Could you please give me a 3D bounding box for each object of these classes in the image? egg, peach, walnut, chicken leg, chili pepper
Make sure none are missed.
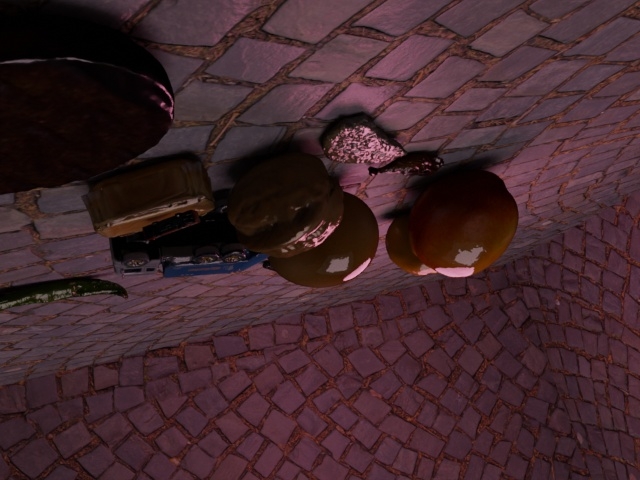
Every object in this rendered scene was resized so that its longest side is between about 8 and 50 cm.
[{"bbox_3d":[0.000,0.000,1.820,0.323,0.250,0.250,-19,167,32],"label":"egg"},{"bbox_3d":[0.416,-0.056,2.029,0.332,0.307,0.308,-49,152,24],"label":"peach"},{"bbox_3d":[-0.080,-0.070,1.517,0.257,0.257,0.224,-23,132,25],"label":"walnut"},{"bbox_3d":[0.227,-0.187,1.771,0.219,0.048,0.089,-8,161,-32],"label":"chicken leg"},{"bbox_3d":[-0.719,0.148,1.931,0.359,0.076,0.085,-6,-178,-22],"label":"chili pepper"},{"bbox_3d":[0.334,0.007,2.260,0.251,0.251,0.153,-14,143,-9],"label":"peach"}]

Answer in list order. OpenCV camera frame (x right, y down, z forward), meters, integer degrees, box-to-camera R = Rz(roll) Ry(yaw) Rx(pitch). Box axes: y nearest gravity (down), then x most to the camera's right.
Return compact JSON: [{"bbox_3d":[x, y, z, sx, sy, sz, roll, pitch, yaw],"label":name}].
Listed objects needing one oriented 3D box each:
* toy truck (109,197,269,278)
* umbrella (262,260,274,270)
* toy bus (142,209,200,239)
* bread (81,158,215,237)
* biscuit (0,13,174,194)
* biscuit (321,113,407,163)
[{"bbox_3d":[-0.304,0.003,1.623,0.368,0.146,0.175,-2,157,-21],"label":"toy truck"},{"bbox_3d":[-0.166,0.092,2.437,0.036,0.031,0.133,-22,164,15],"label":"umbrella"},{"bbox_3d":[-0.293,-0.031,1.377,0.110,0.031,0.043,-19,178,10],"label":"toy bus"},{"bbox_3d":[-0.338,-0.085,1.396,0.241,0.107,0.136,-15,169,-3],"label":"bread"},{"bbox_3d":[-0.410,-0.182,0.982,0.408,0.091,0.407,-18,166,-4],"label":"biscuit"},{"bbox_3d":[0.081,-0.210,1.535,0.141,0.038,0.290,-22,164,23],"label":"biscuit"}]
